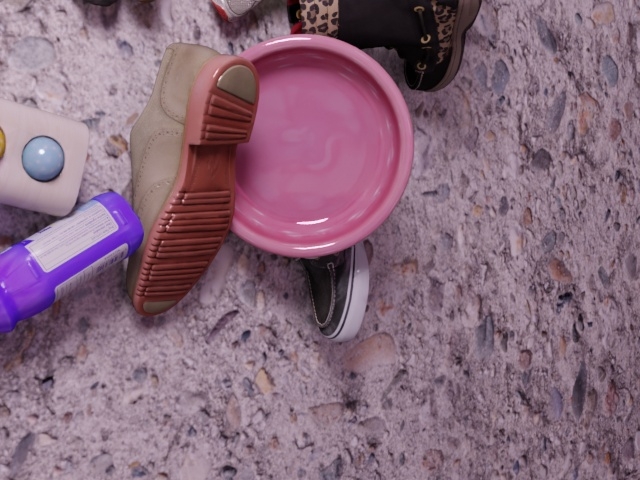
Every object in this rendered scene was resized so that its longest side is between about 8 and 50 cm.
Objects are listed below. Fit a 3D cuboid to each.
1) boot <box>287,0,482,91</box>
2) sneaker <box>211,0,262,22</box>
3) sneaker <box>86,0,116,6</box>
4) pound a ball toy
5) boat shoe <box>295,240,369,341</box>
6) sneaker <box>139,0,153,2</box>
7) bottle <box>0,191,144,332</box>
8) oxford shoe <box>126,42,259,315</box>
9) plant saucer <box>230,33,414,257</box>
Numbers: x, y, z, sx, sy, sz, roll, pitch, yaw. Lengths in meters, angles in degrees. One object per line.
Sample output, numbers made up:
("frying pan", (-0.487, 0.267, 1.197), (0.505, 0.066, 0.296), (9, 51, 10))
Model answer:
("boot", (0.091, -0.338, 1.589), (0.284, 0.377, 0.138), (-10, 77, -7))
("sneaker", (-0.085, -0.420, 1.485), (0.225, 0.093, 0.088), (-55, 126, -22))
("sneaker", (-0.280, -0.454, 1.283), (0.109, 0.130, 0.286), (-5, 100, -44))
("pound a ball toy", (-0.435, -0.161, 1.172), (0.319, 0.136, 0.208), (16, 85, -42))
("boat shoe", (0.000, 0.000, 1.611), (0.119, 0.121, 0.335), (2, 83, -34))
("sneaker", (-0.221, -0.421, 1.372), (0.086, 0.064, 0.192), (7, 84, -63))
("bottle", (-0.366, 0.041, 1.268), (0.283, 0.118, 0.092), (-35, 93, -29))
("oxford shoe", (-0.208, -0.087, 1.401), (0.140, 0.146, 0.397), (3, 111, -56))
("plant saucer", (-0.027, -0.143, 1.487), (0.332, 0.084, 0.332), (-1, 100, -4))
